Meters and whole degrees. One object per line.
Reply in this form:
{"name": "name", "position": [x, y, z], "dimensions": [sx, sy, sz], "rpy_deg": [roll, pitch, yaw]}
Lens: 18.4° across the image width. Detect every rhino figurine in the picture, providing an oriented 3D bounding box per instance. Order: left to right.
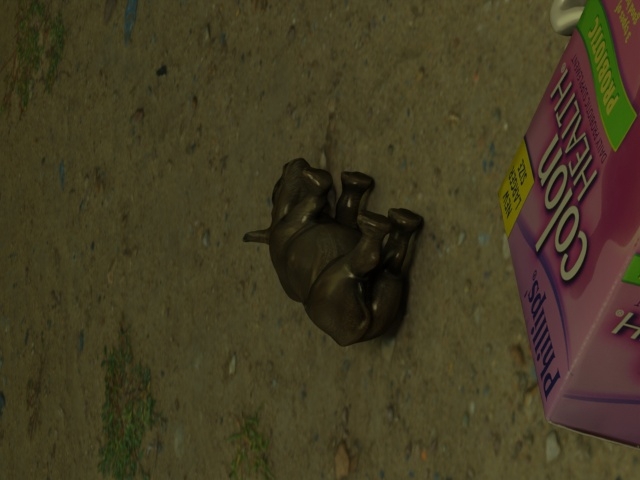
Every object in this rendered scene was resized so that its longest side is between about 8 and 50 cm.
{"name": "rhino figurine", "position": [0.000, 0.000, 1.478], "dimensions": [0.243, 0.073, 0.106], "rpy_deg": [43, 120, 62]}

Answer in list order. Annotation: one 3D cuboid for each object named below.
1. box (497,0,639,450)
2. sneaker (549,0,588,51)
{"name": "box", "position": [0.193, -0.052, 0.959], "dimensions": [0.213, 0.117, 0.243], "rpy_deg": [-93, 21, -58]}
{"name": "sneaker", "position": [0.180, -0.233, 1.127], "dimensions": [0.118, 0.110, 0.292], "rpy_deg": [-35, 60, 49]}
